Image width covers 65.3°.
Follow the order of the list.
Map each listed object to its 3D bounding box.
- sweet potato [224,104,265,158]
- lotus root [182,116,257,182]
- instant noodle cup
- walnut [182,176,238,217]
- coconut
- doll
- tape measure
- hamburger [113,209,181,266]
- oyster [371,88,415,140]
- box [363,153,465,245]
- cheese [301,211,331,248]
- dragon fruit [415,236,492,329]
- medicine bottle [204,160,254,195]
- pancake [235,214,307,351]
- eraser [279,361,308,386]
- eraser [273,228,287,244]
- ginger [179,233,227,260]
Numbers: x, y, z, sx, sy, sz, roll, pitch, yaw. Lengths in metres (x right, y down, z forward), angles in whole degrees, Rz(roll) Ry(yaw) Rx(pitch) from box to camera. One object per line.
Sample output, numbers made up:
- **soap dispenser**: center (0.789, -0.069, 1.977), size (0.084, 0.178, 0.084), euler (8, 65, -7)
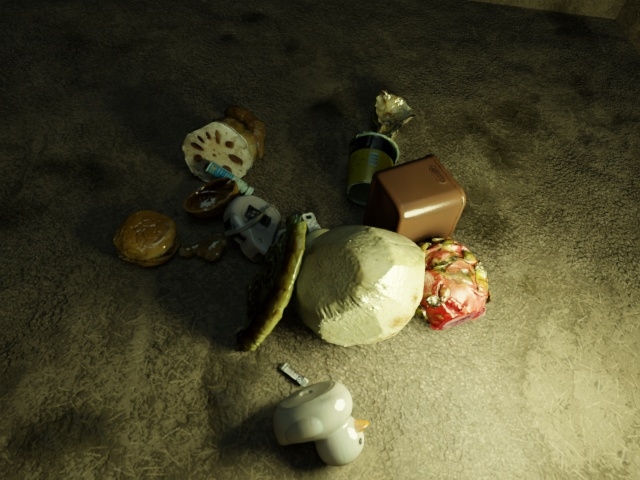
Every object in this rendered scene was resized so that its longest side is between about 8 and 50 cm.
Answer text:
- **sweet potato**: center (-0.297, -0.477, 2.120), size (0.114, 0.092, 0.342), euler (-35, 60, -3)
- **lotus root**: center (-0.376, -0.365, 1.930), size (0.271, 0.272, 0.192), euler (12, 39, 2)
- **instant noodle cup**: center (0.192, -0.272, 1.956), size (0.215, 0.216, 0.236), euler (12, 57, 2)
- **walnut**: center (-0.388, -0.142, 1.821), size (0.211, 0.087, 0.167), euler (-24, 44, -1)
- **coconut**: center (0.129, 0.133, 1.485), size (0.414, 0.415, 0.345), euler (-2, 73, -10)
- **doll**: center (0.004, 0.495, 1.320), size (0.250, 0.221, 0.221), euler (-17, 52, 7)
- **tape measure**: center (-0.242, -0.063, 1.744), size (0.197, 0.120, 0.236), euler (33, 47, -17)
- **hamburger**: center (-0.580, -0.007, 1.685), size (0.213, 0.108, 0.214), euler (1, 50, -1)
- **oyster**: center (0.316, -0.522, 2.213), size (0.197, 0.133, 0.337), euler (13, 52, 0)
- **box**: center (0.305, -0.094, 1.728), size (0.229, 0.340, 0.240), euler (-16, 55, -17)
- **cheese**: center (-0.019, 0.003, 1.771), size (0.163, 0.071, 0.249), euler (-31, 62, -30)
- **dragon fruit**: center (0.395, 0.129, 1.610), size (0.268, 0.250, 0.291), euler (-13, 68, -14)
- **medicine bottle**: center (-0.343, -0.229, 1.884), size (0.191, 0.051, 0.051), euler (33, 50, -13)
- **pancake**: center (-0.151, 0.118, 1.475), size (0.066, 0.427, 0.305), euler (18, 31, -25)
- **eraser**: center (-0.079, 0.395, 1.474), size (0.099, 0.019, 0.027), euler (33, 67, 18)
- **eraser**: center (-0.127, 0.064, 1.690), size (0.046, 0.092, 0.213), euler (-13, 44, 29)
- **ginger**: center (-0.396, 0.036, 1.700), size (0.165, 0.067, 0.096), euler (-20, 55, -6)
